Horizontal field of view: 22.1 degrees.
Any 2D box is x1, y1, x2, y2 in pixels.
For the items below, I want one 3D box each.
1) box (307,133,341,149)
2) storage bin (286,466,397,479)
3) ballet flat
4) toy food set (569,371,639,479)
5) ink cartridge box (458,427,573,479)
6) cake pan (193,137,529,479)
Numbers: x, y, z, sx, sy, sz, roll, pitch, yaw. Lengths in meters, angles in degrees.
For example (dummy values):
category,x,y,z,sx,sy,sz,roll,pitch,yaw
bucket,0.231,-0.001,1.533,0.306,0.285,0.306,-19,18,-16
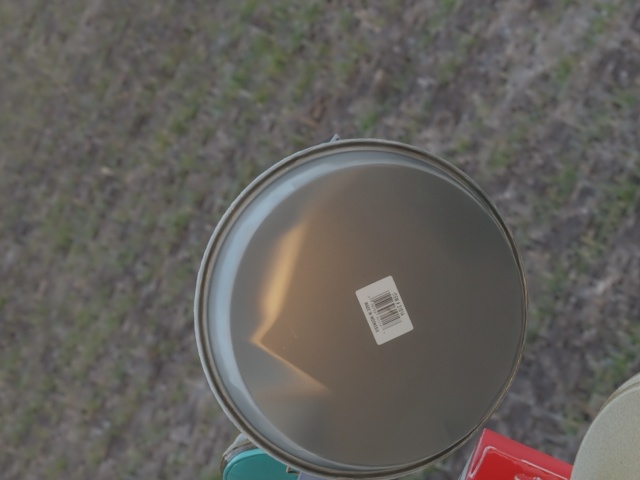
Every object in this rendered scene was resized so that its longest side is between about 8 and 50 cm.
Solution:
category,x,y,z,sx,sy,sz,roll,pitch,yaw
box,0.000,0.000,1.896,0.087,0.169,0.290,-27,10,18
storage bin,0.007,0.235,1.555,0.091,0.098,0.135,-17,-49,-67
ballet flat,-0.056,0.275,1.994,0.342,0.116,0.124,86,-168,-57
toy food set,0.134,0.109,0.584,0.192,0.039,0.132,-61,36,42
ink cartridge box,0.207,0.293,1.757,0.078,0.134,0.231,-64,-4,-49
cake pan,0.043,0.060,1.368,0.054,0.293,0.293,-174,105,-77
